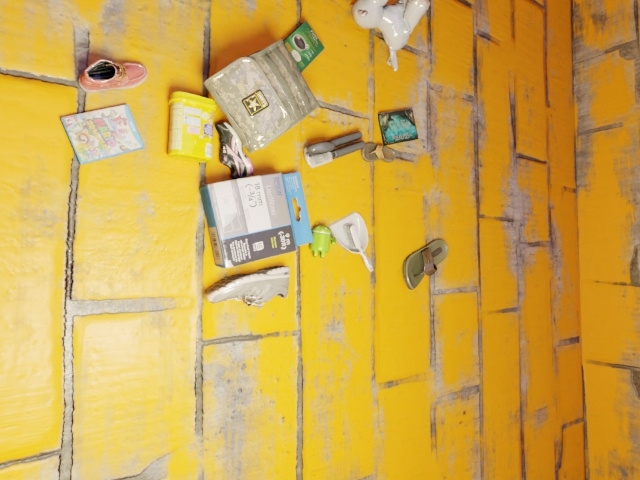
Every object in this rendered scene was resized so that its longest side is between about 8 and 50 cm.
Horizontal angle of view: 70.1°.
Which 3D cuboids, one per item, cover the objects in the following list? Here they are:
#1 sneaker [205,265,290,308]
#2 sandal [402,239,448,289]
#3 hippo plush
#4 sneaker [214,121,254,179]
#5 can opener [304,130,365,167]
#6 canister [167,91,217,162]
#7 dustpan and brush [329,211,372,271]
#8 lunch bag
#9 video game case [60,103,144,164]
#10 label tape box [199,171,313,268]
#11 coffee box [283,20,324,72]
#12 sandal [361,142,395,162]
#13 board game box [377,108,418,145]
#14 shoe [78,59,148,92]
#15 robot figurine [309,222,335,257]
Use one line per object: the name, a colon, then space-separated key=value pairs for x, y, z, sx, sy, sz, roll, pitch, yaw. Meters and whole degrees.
sneaker: x=-0.199 y=0.152 z=1.345 sx=0.281 sy=0.105 sz=0.115 roll=-11 pitch=94 yaw=-37
sandal: x=0.431 y=0.083 z=1.829 sx=0.303 sy=0.086 sz=0.120 roll=-37 pitch=109 yaw=-32
hippo plush: x=0.230 y=-0.838 z=1.691 sx=0.237 sy=0.234 sz=0.294 roll=20 pitch=118 yaw=-17
sneaker: x=-0.267 y=-0.260 z=1.341 sx=0.077 sy=0.072 sz=0.178 roll=-33 pitch=101 yaw=-22
can opener: x=0.057 y=-0.318 z=1.576 sx=0.280 sy=0.093 sz=0.074 roll=-26 pitch=102 yaw=-39
canister: x=-0.359 y=-0.311 z=1.270 sx=0.126 sy=0.073 sz=0.169 roll=5 pitch=86 yaw=-36
dustpan and brush: x=0.131 y=0.016 z=1.625 sx=0.147 sy=0.060 sz=0.211 roll=-30 pitch=105 yaw=-34
lunch bag: x=-0.173 y=-0.418 z=1.338 sx=0.287 sy=0.169 sz=0.235 roll=-49 pitch=115 yaw=-39
video game case: x=-0.550 y=-0.272 z=1.161 sx=0.166 sy=0.015 sz=0.119 roll=-27 pitch=103 yaw=-35
label tape box: x=-0.163 y=-0.074 z=1.356 sx=0.334 sy=0.106 sz=0.240 roll=-14 pitch=96 yaw=-28
coffee box: x=-0.074 y=-0.631 z=1.518 sx=0.113 sy=0.040 sz=0.184 roll=48 pitch=62 yaw=-26
sandal: x=0.227 y=-0.331 z=1.721 sx=0.180 sy=0.049 sz=0.072 roll=0 pitch=88 yaw=-37
board game box: x=0.307 y=-0.449 z=1.802 sx=0.186 sy=0.026 sz=0.126 roll=-19 pitch=99 yaw=-36
shoe: x=-0.513 y=-0.421 z=1.154 sx=0.178 sy=0.081 sz=0.063 roll=-28 pitch=104 yaw=-34
robot figurine: x=0.000 y=0.000 z=1.524 sx=0.101 sy=0.067 sz=0.115 roll=9 pitch=83 yaw=-4
